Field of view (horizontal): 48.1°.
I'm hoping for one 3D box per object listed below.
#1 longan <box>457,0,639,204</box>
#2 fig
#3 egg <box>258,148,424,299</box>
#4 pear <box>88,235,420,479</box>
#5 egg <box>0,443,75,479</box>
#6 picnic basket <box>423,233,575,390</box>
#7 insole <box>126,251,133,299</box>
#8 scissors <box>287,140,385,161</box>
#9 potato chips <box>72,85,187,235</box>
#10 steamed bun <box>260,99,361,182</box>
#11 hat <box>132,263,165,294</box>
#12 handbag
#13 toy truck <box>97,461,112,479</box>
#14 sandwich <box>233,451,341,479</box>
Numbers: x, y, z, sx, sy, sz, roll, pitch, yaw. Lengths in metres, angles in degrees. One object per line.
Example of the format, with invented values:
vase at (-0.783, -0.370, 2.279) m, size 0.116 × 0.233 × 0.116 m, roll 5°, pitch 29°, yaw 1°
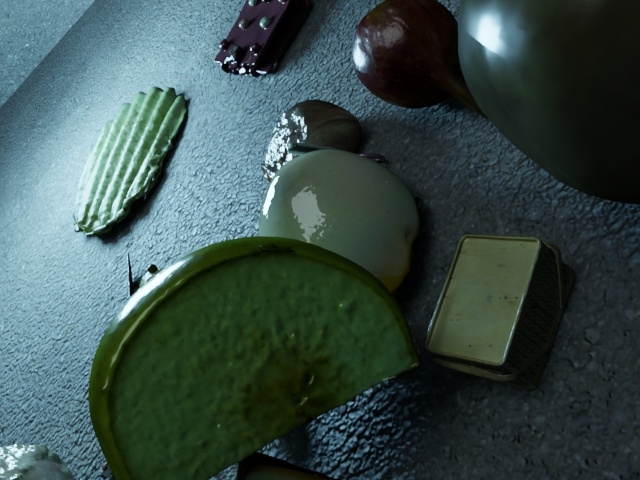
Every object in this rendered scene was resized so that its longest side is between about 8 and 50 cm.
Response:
longan at (0.300, -0.209, 0.693) m, size 0.361 × 0.361 × 0.361 m, roll -28°, pitch 45°, yaw 32°
fig at (0.146, -0.261, 1.037) m, size 0.175 × 0.175 × 0.207 m, roll -47°, pitch 37°, yaw 11°
egg at (-0.003, 0.000, 1.007) m, size 0.264 × 0.174 × 0.286 m, roll -17°, pitch 55°, yaw 45°
pear at (-0.101, 0.126, 0.852) m, size 0.342 × 0.238 × 0.318 m, roll -26°, pitch 1°, yaw -13°
egg at (-0.502, 0.473, 1.126) m, size 0.279 × 0.279 × 0.310 m, roll -43°, pitch 23°, yaw 16°
picnic basket at (0.199, 0.077, 0.801) m, size 0.115 × 0.079 × 0.164 m, roll 7°, pitch 69°, yaw 48°
insole at (-0.363, 0.129, 1.384) m, size 0.328 × 0.007 × 0.111 m, roll -115°, pitch 23°, yaw -52°
scissors at (0.018, -0.131, 1.089) m, size 0.085 × 0.176 × 0.022 m, roll -1°, pitch 87°, yaw 46°
potato chips at (-0.489, -0.195, 1.780) m, size 0.358 × 0.070 × 0.429 m, roll -5°, pitch 60°, yaw 42°
steamed bun at (-0.026, -0.159, 1.207) m, size 0.175 × 0.106 × 0.145 m, roll -54°, pitch 37°, yaw 5°
hat at (-0.322, 0.086, 1.387) m, size 0.077 × 0.059 × 0.076 m, roll -48°, pitch 42°, yaw 2°
handbag at (-0.136, -0.462, 1.584) m, size 0.203 × 0.074 × 0.216 m, roll 22°, pitch 80°, yaw 53°
toy truck at (-0.351, 0.373, 1.226) m, size 0.083 × 0.024 × 0.032 m, roll -59°, pitch 15°, yaw -8°
sandwich at (-0.005, 0.343, 0.809) m, size 0.198 × 0.227 × 0.155 m, roll 123°, pitch 167°, yaw -73°
